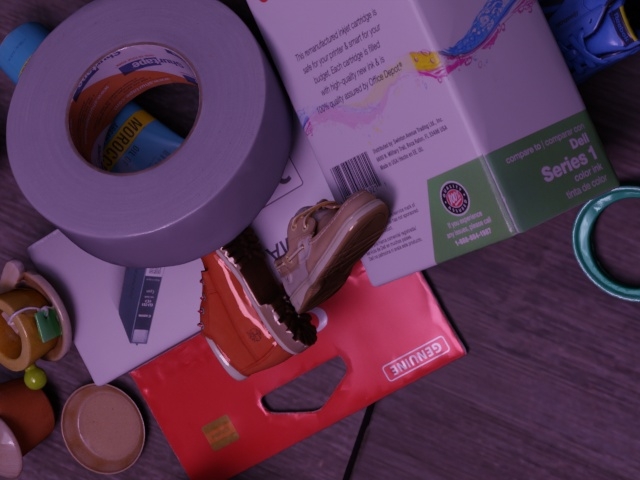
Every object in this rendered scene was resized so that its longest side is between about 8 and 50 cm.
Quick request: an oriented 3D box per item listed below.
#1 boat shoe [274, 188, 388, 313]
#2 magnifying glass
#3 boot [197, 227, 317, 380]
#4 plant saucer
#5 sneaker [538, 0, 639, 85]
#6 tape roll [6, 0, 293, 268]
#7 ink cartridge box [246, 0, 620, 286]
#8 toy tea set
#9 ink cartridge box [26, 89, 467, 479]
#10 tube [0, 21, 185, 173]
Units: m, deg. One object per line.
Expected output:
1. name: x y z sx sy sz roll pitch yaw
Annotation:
1. boat shoe: 0.000 0.000 1.488 0.059 0.063 0.170 53 150 11
2. magnifying glass: 0.303 0.029 1.499 0.231 0.026 0.092 26 108 14
3. boot: -0.079 0.038 1.563 0.085 0.059 0.158 -34 86 28
4. plant saucer: -0.191 0.166 1.721 0.083 0.015 0.083 4 101 20
5. sneaker: 0.199 -0.156 1.469 0.209 0.082 0.069 -37 109 23
6. tape roll: -0.135 -0.090 1.532 0.219 0.072 0.219 -7 65 16
7. ink cartridge box: 0.075 -0.126 1.465 0.201 0.117 0.278 -23 91 58
8. toy tea set: -0.330 0.051 1.665 0.200 0.124 0.336 -30 89 51
9. ink cartridge box: -0.066 0.049 1.625 0.296 0.066 0.261 -30 87 23
10. tube: -0.190 -0.104 1.626 0.207 0.052 0.080 42 106 25
